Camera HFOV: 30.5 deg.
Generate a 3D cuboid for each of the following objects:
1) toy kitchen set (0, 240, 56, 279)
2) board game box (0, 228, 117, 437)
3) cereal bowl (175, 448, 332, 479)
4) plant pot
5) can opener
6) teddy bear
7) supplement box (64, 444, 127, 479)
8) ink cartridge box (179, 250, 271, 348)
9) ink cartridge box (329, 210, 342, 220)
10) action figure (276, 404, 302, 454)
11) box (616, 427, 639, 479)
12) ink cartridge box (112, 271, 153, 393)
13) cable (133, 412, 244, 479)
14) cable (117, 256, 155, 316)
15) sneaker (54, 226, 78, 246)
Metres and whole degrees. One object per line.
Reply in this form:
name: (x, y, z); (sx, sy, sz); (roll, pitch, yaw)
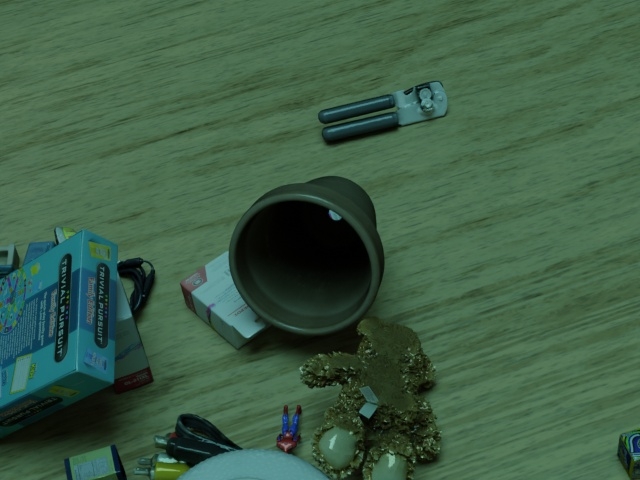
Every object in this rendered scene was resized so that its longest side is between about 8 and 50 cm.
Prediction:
toy kitchen set: (-0.618, 0.020, 2.200); (0.207, 0.166, 0.122); (-3, 44, 5)
board game box: (-0.473, 0.165, 1.932); (0.336, 0.079, 0.253); (-26, 53, 32)
cereal bowl: (-0.102, 0.444, 1.680); (0.339, 0.141, 0.339); (-1, 54, 2)
plant pot: (0.000, 0.000, 2.023); (0.263, 0.263, 0.229); (6, 25, 14)
can opener: (0.133, -0.269, 2.464); (0.280, 0.074, 0.093); (-15, 10, -9)
teddy bear: (0.083, 0.270, 1.859); (0.245, 0.113, 0.338); (9, 38, -13)
supplement box: (-0.352, 0.378, 1.856); (0.083, 0.083, 0.056); (-15, 44, -8)
ink cartridge box: (-0.146, 0.115, 2.104); (0.115, 0.067, 0.198); (-34, 48, -24)
ink cartridge box: (-0.046, 0.000, 2.209); (0.209, 0.062, 0.109); (-14, 46, -5)
action figure: (-0.051, 0.313, 1.907); (0.038, 0.030, 0.115); (3, 31, 5)
box: (0.546, 0.310, 1.807); (0.169, 0.059, 0.054); (-15, 47, -7)
ink cartridge box: (-0.351, 0.155, 2.016); (0.072, 0.175, 0.127); (-18, 45, -10)
cable: (-0.148, 0.359, 1.887); (0.287, 0.072, 0.139); (15, 30, 6)
cable: (-0.393, 0.100, 2.171); (0.151, 0.047, 0.184); (4, 46, 12)
sneaker: (-0.446, 0.022, 2.216); (0.094, 0.081, 0.208); (-14, 22, -17)
